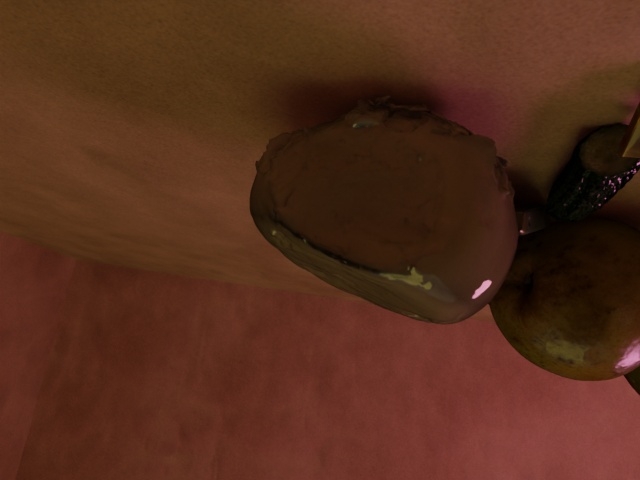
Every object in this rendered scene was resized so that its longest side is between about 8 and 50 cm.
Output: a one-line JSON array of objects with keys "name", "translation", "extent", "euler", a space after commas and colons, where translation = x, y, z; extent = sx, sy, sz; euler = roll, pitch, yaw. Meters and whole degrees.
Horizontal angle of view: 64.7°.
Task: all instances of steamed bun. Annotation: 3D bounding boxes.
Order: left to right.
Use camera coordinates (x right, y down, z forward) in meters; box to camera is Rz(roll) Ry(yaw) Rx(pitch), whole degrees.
[{"name": "steamed bun", "translation": [0.093, -0.039, 0.684], "extent": [0.334, 0.232, 0.312], "euler": [26, 170, 11]}]

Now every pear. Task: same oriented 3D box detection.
[{"name": "pear", "translation": [0.450, 0.103, 0.907], "extent": [0.304, 0.303, 0.304], "euler": [9, 167, 2]}]

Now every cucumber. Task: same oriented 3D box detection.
[{"name": "cucumber", "translation": [0.366, -0.075, 0.693], "extent": [0.077, 0.077, 0.265], "euler": [6, 166, 15]}]

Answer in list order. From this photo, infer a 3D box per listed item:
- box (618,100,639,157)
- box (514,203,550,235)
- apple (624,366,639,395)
[{"name": "box", "translation": [0.404, -0.117, 0.515], "extent": [0.157, 0.022, 0.089], "euler": [6, 138, 10]}, {"name": "box", "translation": [0.242, -0.033, 0.884], "extent": [0.271, 0.045, 0.211], "euler": [0, -175, 34]}, {"name": "apple", "translation": [0.741, 0.181, 0.902], "extent": [0.385, 0.373, 0.374], "euler": [-9, 163, 13]}]
